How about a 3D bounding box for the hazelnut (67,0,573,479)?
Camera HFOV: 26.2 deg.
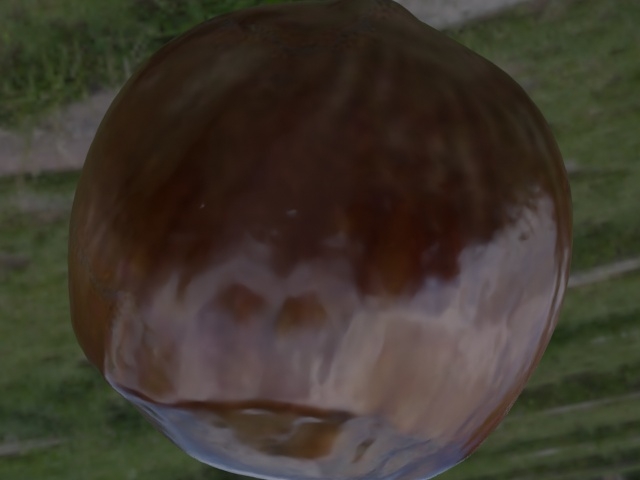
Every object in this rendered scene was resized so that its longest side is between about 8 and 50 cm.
[{"bbox_3d":[0.000,0.000,0.573,0.214,0.214,0.176,-10,-158,-11],"label":"hazelnut"}]
